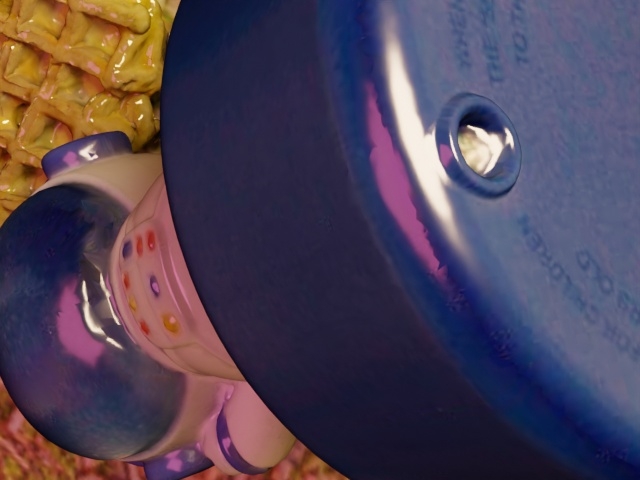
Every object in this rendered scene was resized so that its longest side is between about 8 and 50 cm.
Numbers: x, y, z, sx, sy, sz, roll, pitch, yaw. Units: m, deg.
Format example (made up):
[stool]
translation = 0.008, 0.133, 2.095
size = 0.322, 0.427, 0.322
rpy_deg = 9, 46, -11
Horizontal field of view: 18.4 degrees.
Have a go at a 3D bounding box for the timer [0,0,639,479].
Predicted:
[timer]
translation = 0.000, 0.000, 0.757
size = 0.383, 0.270, 0.270
rpy_deg = -23, 88, 47

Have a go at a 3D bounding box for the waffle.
[waffle]
translation = -0.150, -0.078, 0.920
size = 0.194, 0.051, 0.149
rpy_deg = -34, 86, 33
